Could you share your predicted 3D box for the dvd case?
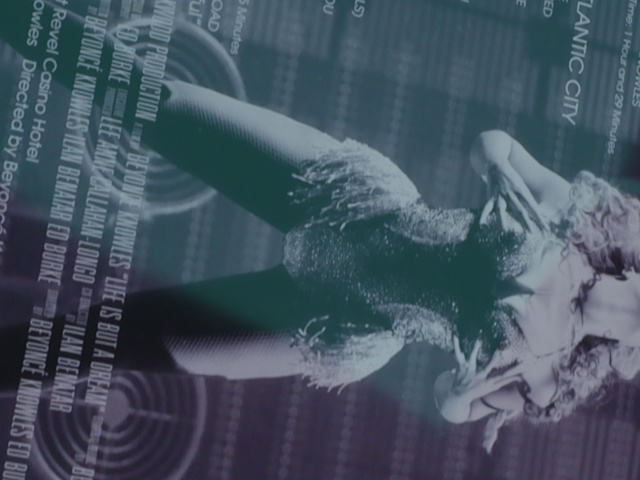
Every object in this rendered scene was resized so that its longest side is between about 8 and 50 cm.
[{"bbox_3d":[0.000,0.000,0.347,0.221,0.018,0.165,12,82,-23],"label":"dvd case"}]
